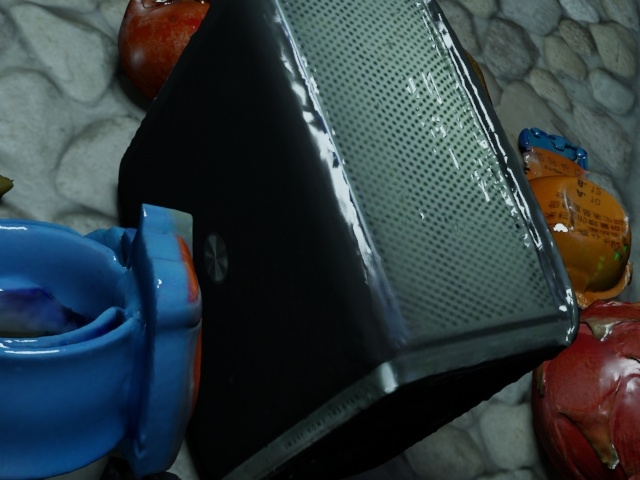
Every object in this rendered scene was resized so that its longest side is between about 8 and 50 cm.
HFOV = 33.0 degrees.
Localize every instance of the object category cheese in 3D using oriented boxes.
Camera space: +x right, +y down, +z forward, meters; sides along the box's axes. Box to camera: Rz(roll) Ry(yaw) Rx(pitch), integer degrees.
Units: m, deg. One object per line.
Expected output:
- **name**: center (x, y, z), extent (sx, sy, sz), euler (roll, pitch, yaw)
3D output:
- **cheese**: center (0.323, -0.036, 1.450), extent (0.217, 0.129, 0.329), euler (22, 42, -14)

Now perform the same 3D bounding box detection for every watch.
- **watch**: center (-0.262, 0.066, 0.982), extent (0.274, 0.241, 0.305), euler (0, 25, -24)

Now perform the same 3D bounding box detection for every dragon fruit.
- **dragon fruit**: center (0.362, 0.192, 1.275), extent (0.241, 0.241, 0.252), euler (6, 79, -28)

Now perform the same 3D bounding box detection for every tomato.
- **tomato**: center (-0.140, -0.234, 1.269), extent (0.187, 0.151, 0.187), euler (-9, 38, 7)

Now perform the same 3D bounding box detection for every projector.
- **projector**: center (0.000, 0.000, 1.058), extent (0.242, 0.395, 0.405), euler (-9, 67, -32)

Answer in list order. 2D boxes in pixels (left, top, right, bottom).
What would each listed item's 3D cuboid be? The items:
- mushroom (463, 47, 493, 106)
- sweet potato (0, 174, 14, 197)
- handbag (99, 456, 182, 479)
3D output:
- **mushroom**: center (0.106, -0.159, 1.373), extent (0.253, 0.153, 0.253), euler (15, 58, -25)
- **sweet potato**: center (-0.417, -0.009, 1.013), extent (0.310, 0.098, 0.124), euler (-24, 56, -36)
- **handbag**: center (-0.147, 0.272, 1.023), extent (0.139, 0.072, 0.115), euler (15, 34, -41)
